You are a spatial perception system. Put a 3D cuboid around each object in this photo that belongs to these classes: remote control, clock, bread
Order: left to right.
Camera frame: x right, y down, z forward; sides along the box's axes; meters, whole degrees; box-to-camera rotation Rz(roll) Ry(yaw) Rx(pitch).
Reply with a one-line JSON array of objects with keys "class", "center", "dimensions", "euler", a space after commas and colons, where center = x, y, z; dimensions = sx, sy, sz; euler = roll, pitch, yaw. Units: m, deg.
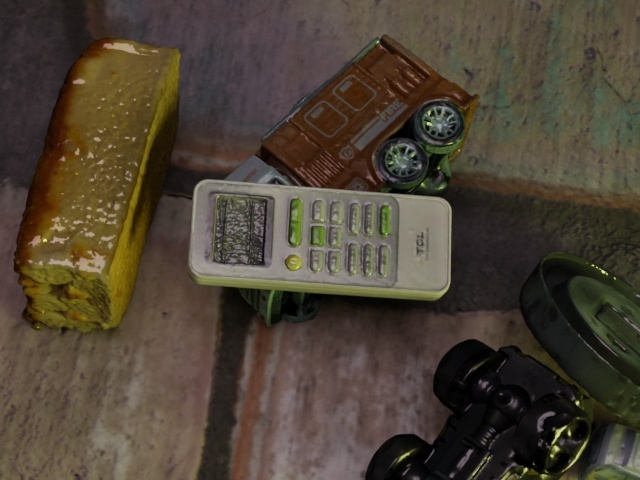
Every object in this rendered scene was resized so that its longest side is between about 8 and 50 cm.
[{"class": "bread", "center": [-0.222, -0.056, 1.573], "dimensions": [0.114, 0.184, 0.274], "euler": [15, 66, 1]}, {"class": "remote control", "center": [0.000, 0.000, 1.490], "dimensions": [0.250, 0.034, 0.103], "euler": [5, 70, -4]}, {"class": "clock", "center": [0.287, 0.099, 1.518], "dimensions": [0.215, 0.215, 0.042], "euler": [47, 115, 18]}]

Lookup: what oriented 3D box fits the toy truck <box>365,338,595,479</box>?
[{"class": "toy truck", "center": [0.163, 0.216, 1.481], "dimensions": [0.147, 0.165, 0.224], "euler": [33, 81, 38]}]

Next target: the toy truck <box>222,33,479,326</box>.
[{"class": "toy truck", "center": [0.011, -0.065, 1.608], "dimensions": [0.162, 0.136, 0.305], "euler": [42, 71, 14]}]

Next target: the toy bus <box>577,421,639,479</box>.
[{"class": "toy bus", "center": [0.350, 0.235, 1.511], "dimensions": [0.191, 0.075, 0.064], "euler": [19, 66, 6]}]
